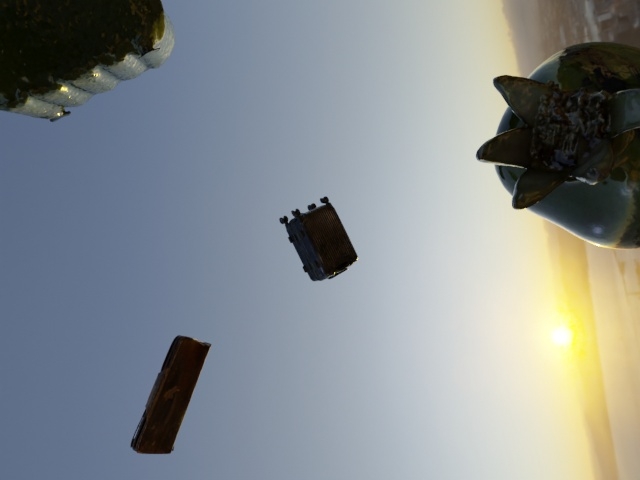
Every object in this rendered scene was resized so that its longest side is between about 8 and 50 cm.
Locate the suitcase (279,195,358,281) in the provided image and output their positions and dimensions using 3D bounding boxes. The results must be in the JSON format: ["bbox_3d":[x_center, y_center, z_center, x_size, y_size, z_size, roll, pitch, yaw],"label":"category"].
[{"bbox_3d":[0.000,0.000,0.766,0.086,0.059,0.126,-27,-89,-33],"label":"suitcase"}]

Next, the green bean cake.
[{"bbox_3d":[-0.342,-0.308,0.593,0.247,0.250,0.156,64,176,-15],"label":"green bean cake"}]

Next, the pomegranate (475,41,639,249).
[{"bbox_3d":[0.184,-0.068,0.319,0.191,0.152,0.131,0,-57,-43],"label":"pomegranate"}]

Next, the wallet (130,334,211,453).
[{"bbox_3d":[-0.229,0.237,0.726,0.095,0.026,0.176,50,-124,-61],"label":"wallet"}]
